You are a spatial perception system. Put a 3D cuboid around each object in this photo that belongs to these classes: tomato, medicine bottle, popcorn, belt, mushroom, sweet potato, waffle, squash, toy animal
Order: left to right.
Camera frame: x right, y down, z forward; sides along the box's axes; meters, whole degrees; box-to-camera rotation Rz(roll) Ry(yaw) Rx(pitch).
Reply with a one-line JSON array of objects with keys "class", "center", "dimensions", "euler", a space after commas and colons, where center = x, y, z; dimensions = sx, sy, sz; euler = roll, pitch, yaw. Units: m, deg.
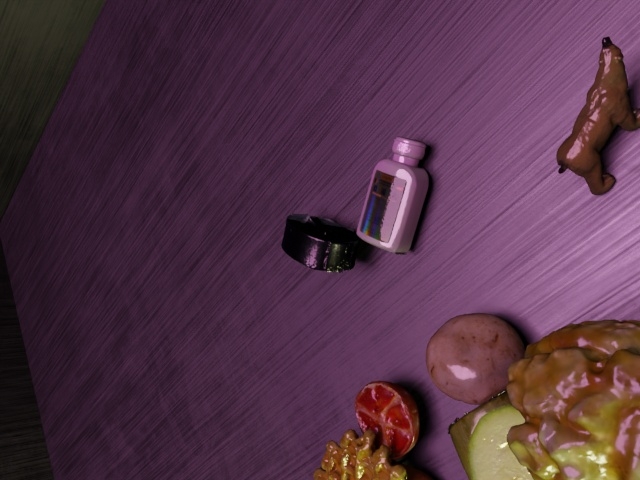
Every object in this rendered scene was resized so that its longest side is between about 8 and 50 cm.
[{"class": "belt", "center": [0.000, 0.000, 1.325], "dimensions": [0.198, 0.151, 0.078], "euler": [33, 116, 51]}, {"class": "waffle", "center": [0.098, 0.529, 1.226], "dimensions": [0.307, 0.060, 0.311], "euler": [56, 141, 25]}, {"class": "tomato", "center": [0.144, 0.342, 1.218], "dimensions": [0.156, 0.069, 0.155], "euler": [13, 107, 47]}, {"class": "medicine bottle", "center": [0.149, -0.092, 1.225], "dimensions": [0.115, 0.078, 0.219], "euler": [27, 108, 44]}, {"class": "sweet potato", "center": [0.200, 0.477, 1.169], "dimensions": [0.202, 0.055, 0.058], "euler": [38, 156, 38]}, {"class": "mushroom", "center": [0.265, 0.203, 1.056], "dimensions": [0.166, 0.127, 0.166], "euler": [-14, 43, 13]}, {"class": "squash", "center": [0.333, 0.369, 0.948], "dimensions": [0.189, 0.189, 0.260], "euler": [-48, 53, 33]}, {"class": "toy animal", "center": [0.419, -0.186, 0.941], "dimensions": [0.103, 0.101, 0.218], "euler": [38, 115, 41]}, {"class": "popcorn", "center": [0.410, 0.245, 0.813], "dimensions": [0.274, 0.336, 0.278], "euler": [-48, 25, 48]}]
